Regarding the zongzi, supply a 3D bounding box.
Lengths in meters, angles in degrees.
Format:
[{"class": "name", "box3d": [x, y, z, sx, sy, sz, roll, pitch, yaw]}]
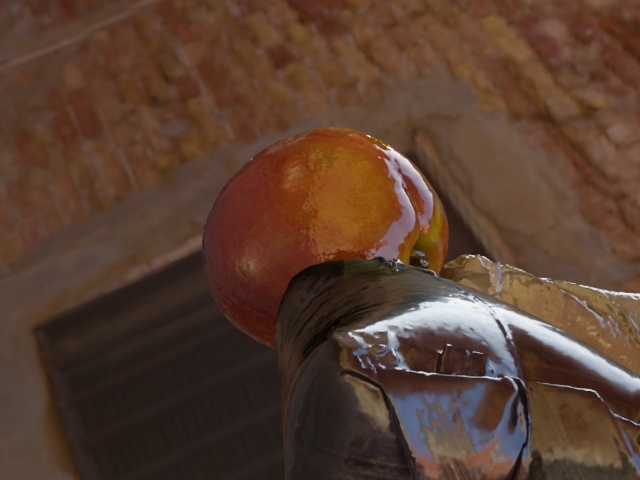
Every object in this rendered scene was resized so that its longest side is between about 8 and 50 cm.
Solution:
[{"class": "zongzi", "box3d": [0.172, 0.138, 1.237, 0.403, 0.432, 0.207, -114, -149, -77]}]

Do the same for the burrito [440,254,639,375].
[{"class": "burrito", "box3d": [0.279, 0.123, 1.634, 0.107, 0.348, 0.175, 175, -75, -74]}]

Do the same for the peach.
[{"class": "peach", "box3d": [0.000, 0.000, 1.585, 0.238, 0.281, 0.281, -19, 85, -59]}]
